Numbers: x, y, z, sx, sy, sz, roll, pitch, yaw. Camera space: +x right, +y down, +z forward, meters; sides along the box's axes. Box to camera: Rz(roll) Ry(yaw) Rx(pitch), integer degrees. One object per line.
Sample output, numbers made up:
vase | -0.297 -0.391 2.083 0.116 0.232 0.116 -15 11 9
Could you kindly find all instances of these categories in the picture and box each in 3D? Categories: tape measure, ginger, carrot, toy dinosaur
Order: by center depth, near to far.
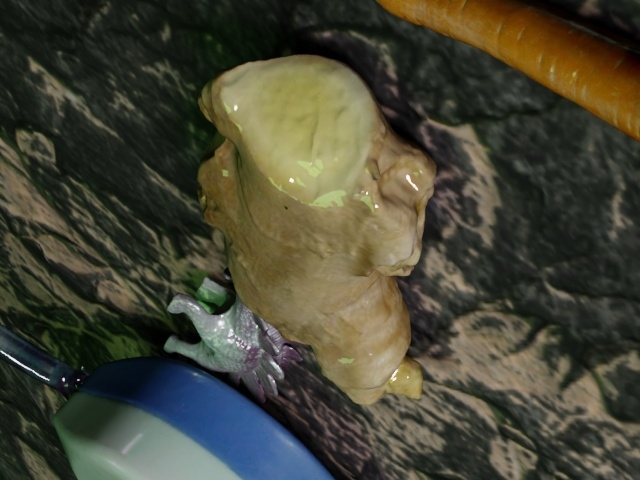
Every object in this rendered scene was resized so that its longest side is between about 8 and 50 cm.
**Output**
carrot | 0.089 -0.081 0.743 0.190 0.037 0.037 32 147 33
ginger | -0.004 -0.003 0.922 0.137 0.074 0.213 33 154 24
toy dinosaur | -0.048 0.050 1.068 0.082 0.039 0.209 33 161 7
tape measure | -0.107 0.119 1.135 0.351 0.098 0.215 48 159 -22
